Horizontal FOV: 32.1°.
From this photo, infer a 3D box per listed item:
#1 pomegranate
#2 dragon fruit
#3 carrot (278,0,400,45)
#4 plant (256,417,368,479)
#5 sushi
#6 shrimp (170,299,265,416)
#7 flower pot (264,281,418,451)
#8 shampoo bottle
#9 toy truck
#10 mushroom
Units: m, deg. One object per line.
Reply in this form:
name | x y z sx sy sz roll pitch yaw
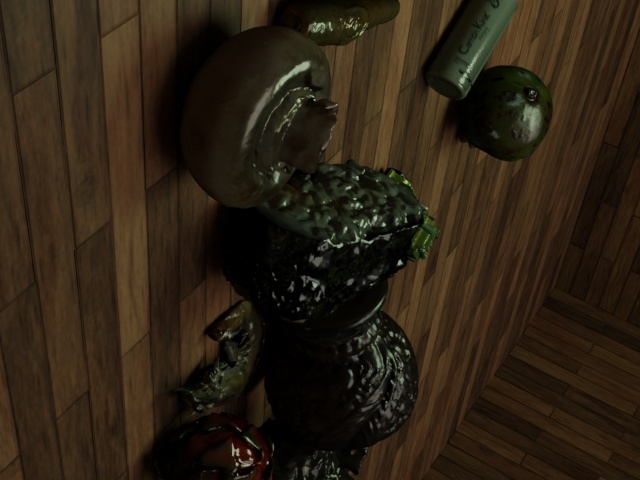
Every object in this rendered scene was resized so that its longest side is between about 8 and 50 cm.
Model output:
pomegranate | 0.363 -0.253 2.272 0.202 0.202 0.248 -53 -174 -28
dragon fruit | -0.158 0.349 1.723 0.188 0.182 0.182 -56 169 -80
carrot | 0.044 -0.313 1.552 0.342 0.070 0.070 -30 142 -58
plant | -0.026 0.410 1.976 0.312 0.215 0.213 -26 101 -37
sushi | 0.000 0.000 1.636 0.350 0.211 0.170 -24 142 -52
shrimp | -0.145 0.179 1.714 0.253 0.058 0.173 -11 117 -69
flower pot | 0.027 0.170 1.851 0.266 0.267 0.267 -48 145 -37
shampoo bottle | 0.288 -0.385 2.035 0.262 0.085 0.085 -59 160 -12
toy truck | 0.158 -0.021 2.094 0.128 0.135 0.259 -58 163 -13
mushroom | -0.066 -0.141 1.329 0.226 0.178 0.226 -48 163 -20
